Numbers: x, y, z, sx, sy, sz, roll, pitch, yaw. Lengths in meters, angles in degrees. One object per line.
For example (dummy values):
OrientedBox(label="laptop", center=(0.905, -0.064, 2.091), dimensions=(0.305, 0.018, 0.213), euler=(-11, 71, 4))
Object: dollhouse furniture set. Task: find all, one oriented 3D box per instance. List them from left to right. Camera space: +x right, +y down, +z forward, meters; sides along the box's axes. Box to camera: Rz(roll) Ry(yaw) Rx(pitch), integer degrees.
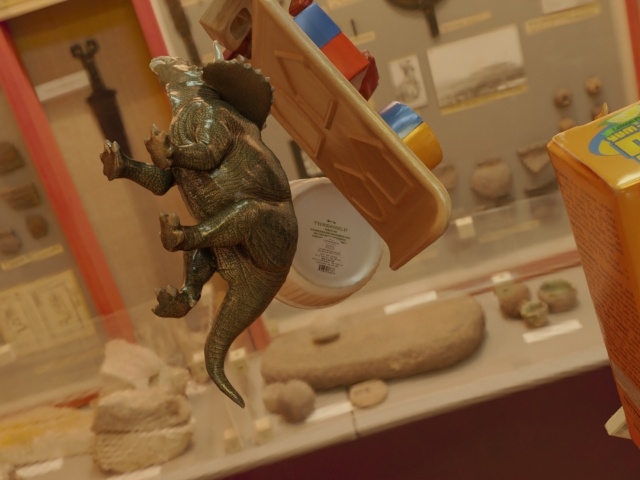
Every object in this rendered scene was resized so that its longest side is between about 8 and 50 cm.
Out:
OrientedBox(label="dollhouse furniture set", center=(-0.061, -0.275, 1.213), dimensions=(0.201, 0.374, 0.152), euler=(32, 84, 17))

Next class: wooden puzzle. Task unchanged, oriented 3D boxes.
OrientedBox(label="wooden puzzle", center=(0.036, -0.139, 1.081), dimensions=(0.080, 0.348, 0.322), euler=(-36, -5, -10))

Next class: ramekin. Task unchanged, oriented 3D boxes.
OrientedBox(label="ramekin", center=(0.000, 0.000, 1.358), dimensions=(0.207, 0.207, 0.109), euler=(-27, 3, -22))

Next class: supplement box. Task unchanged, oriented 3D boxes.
OrientedBox(label="supplement box", center=(0.200, 0.038, 0.492), dimensions=(0.078, 0.233, 0.080), euler=(-25, 27, 1))

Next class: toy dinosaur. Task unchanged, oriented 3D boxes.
OrientedBox(label="toy dinosaur", center=(-0.074, -0.029, 0.718), dimensions=(0.160, 0.314, 0.121), euler=(-17, -7, -42))

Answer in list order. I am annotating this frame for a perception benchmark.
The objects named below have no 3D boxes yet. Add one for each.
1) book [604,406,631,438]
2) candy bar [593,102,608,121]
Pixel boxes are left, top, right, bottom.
OrientedBox(label="book", center=(0.512, 0.267, 1.328), dimensions=(0.144, 0.096, 0.035), euler=(15, 36, -23))
OrientedBox(label="candy bar", center=(0.197, -0.053, 0.593), dimensions=(0.018, 0.040, 0.161), euler=(11, -1, 28))
